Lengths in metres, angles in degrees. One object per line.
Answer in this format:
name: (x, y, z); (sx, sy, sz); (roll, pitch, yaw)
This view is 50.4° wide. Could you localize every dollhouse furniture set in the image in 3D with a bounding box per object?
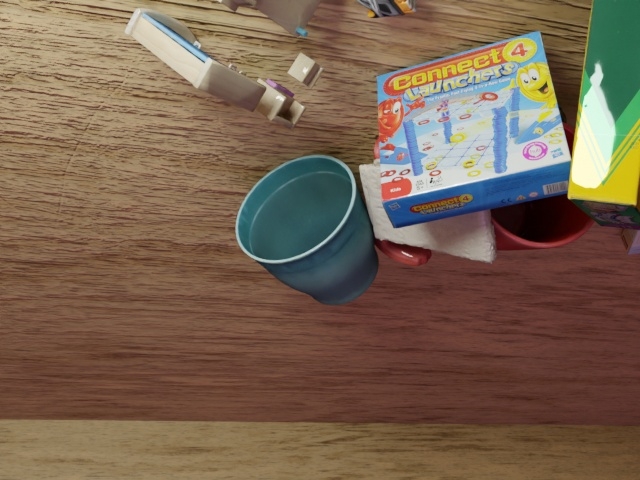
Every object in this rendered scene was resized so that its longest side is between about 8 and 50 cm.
dollhouse furniture set: (-0.105, -0.385, 1.093); (0.303, 0.198, 0.286); (-56, 151, 13)

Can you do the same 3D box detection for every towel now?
towel: (0.206, -0.062, 1.310); (0.282, 0.049, 0.187); (15, 133, 38)

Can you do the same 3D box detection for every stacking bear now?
stacking bear: (0.176, -0.114, 1.452); (0.164, 0.175, 0.289); (16, 141, 23)

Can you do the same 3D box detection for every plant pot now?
plant pot: (0.390, -0.096, 1.401); (0.275, 0.275, 0.243); (3, 169, -12)
plant pot: (0.000, 0.000, 1.464); (0.272, 0.271, 0.255); (-18, 138, 18)

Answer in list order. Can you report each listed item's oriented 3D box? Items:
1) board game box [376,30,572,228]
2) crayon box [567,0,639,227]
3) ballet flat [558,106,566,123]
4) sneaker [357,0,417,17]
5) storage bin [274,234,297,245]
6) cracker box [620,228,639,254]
board game box: (0.257, -0.194, 1.186); (0.308, 0.302, 0.086); (-12, 144, 18)
crayon box: (0.509, -0.191, 1.127); (0.106, 0.313, 0.363); (6, 178, 30)
ballet flat: (0.482, -0.185, 1.470); (0.084, 0.058, 0.250); (-5, 146, -1)
sneaker: (0.071, -0.409, 1.040); (0.083, 0.084, 0.215); (-10, 153, 31)
storage bin: (-0.106, -0.031, 1.584); (0.135, 0.091, 0.098); (22, 137, -35)
cracker box: (0.863, -0.060, 1.701); (0.156, 0.067, 0.232); (-7, 145, 4)
